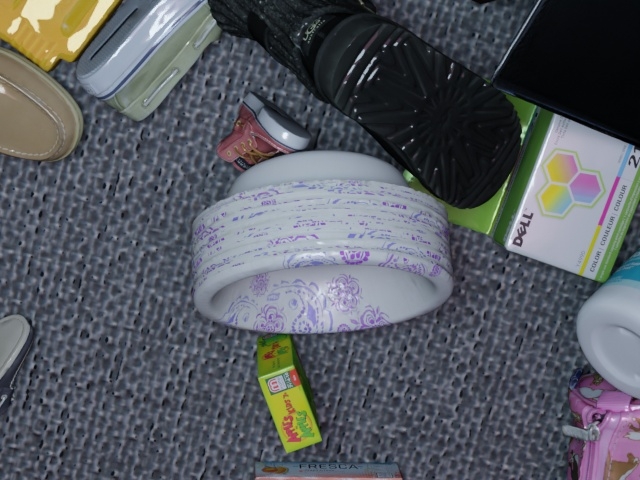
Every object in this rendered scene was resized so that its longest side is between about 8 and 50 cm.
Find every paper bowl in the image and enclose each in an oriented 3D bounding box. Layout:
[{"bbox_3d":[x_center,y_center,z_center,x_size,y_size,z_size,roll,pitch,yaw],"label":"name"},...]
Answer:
[{"bbox_3d":[0.000,0.000,1.235,0.284,0.284,0.148,-1,71,-4],"label":"paper bowl"}]

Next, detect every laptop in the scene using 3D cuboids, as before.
[{"bbox_3d":[0.331,-0.345,1.175,0.236,0.382,0.407,-28,63,37],"label":"laptop"}]

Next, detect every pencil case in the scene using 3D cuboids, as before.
[{"bbox_3d":[0.352,0.355,1.365,0.167,0.160,0.386,6,99,-4],"label":"pencil case"}]

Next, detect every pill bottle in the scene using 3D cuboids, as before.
[{"bbox_3d":[0.425,0.055,1.296,0.264,0.146,0.146,-39,101,-30],"label":"pill bottle"}]

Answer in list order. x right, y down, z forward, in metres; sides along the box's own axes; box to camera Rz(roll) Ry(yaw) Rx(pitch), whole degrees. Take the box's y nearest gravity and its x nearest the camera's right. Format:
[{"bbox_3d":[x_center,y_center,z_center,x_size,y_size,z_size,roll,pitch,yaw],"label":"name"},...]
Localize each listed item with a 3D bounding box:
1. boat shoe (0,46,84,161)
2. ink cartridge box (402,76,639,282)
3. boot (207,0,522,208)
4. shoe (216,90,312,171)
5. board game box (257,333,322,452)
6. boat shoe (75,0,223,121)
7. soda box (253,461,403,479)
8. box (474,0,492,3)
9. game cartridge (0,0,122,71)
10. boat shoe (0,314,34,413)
[{"bbox_3d":[-0.434,-0.170,1.245,0.341,0.110,0.121,24,114,-4],"label":"boat shoe"},{"bbox_3d":[0.239,-0.081,1.322,0.255,0.097,0.188,18,97,-7],"label":"ink cartridge box"},{"bbox_3d":[0.055,-0.186,1.235,0.131,0.260,0.348,-52,135,2],"label":"boot"},{"bbox_3d":[-0.066,-0.108,1.261,0.063,0.178,0.081,27,100,-23],"label":"shoe"},{"bbox_3d":[-0.038,0.169,1.299,0.043,0.181,0.092,-21,99,0],"label":"board game box"},{"bbox_3d":[-0.149,-0.267,1.279,0.302,0.109,0.094,-45,129,5],"label":"boat shoe"},{"bbox_3d":[0.009,0.311,1.386,0.183,0.058,0.062,2,99,-3],"label":"soda box"},{"bbox_3d":[0.150,-0.367,1.219,0.167,0.203,0.168,20,96,-6],"label":"box"},{"bbox_3d":[-0.340,-0.390,1.261,0.324,0.052,0.285,37,95,-7],"label":"game cartridge"},{"bbox_3d":[-0.404,0.181,1.350,0.206,0.075,0.065,-54,141,0],"label":"boat shoe"}]
